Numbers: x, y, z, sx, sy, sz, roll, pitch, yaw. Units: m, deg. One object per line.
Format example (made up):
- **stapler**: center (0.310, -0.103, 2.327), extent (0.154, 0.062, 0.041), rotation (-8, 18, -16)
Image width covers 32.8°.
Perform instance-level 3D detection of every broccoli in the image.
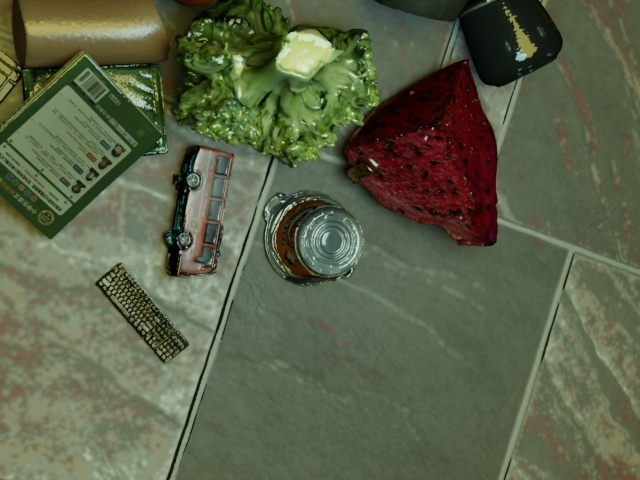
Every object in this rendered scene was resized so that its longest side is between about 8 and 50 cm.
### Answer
- **broccoli**: center (-0.083, -0.273, 1.851), extent (0.339, 0.317, 0.277), rotation (14, 86, 12)

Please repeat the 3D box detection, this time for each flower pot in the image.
- **flower pot**: center (0.191, -0.494, 1.960), extent (0.269, 0.269, 0.166), rotation (4, 113, -19)

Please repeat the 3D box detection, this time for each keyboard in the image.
- **keyboard**: center (-0.312, 0.129, 1.920), extent (0.060, 0.018, 0.195), rotation (-41, 104, -10)
- **keyboard**: center (-0.575, -0.222, 1.810), extent (0.061, 0.013, 0.204), rotation (38, 81, -18)

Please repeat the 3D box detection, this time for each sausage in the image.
- **sausage**: center (-0.379, -0.353, 1.815), extent (0.253, 0.123, 0.123), rotation (-6, 95, -20)

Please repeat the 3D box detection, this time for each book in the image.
- **book**: center (-0.422, -0.155, 1.801), extent (0.264, 0.027, 0.202), rotation (-43, 123, -2)

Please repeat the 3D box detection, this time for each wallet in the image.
- **wallet**: center (-0.383, -0.218, 1.856), extent (0.236, 0.055, 0.160), rotation (-6, 100, -23)

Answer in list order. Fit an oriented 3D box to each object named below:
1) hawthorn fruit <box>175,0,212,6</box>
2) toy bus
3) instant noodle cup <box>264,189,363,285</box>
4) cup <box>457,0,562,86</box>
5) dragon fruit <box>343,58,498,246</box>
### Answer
- **hawthorn fruit**: center (-0.207, -0.514, 1.814), extent (0.225, 0.196, 0.196), rotation (-44, 106, 6)
- **toy bus**: center (-0.214, -0.049, 1.916), extent (0.096, 0.073, 0.234), rotation (8, 90, -26)
- **instant noodle cup**: center (0.000, 0.000, 1.962), extent (0.208, 0.125, 0.177), rotation (25, 85, -18)
- **cup**: center (0.364, -0.401, 2.062), extent (0.223, 0.169, 0.176), rotation (-36, 98, -49)
- **dragon fruit**: center (0.217, -0.124, 1.974), extent (0.302, 0.240, 0.330), rotation (-28, 95, 4)
